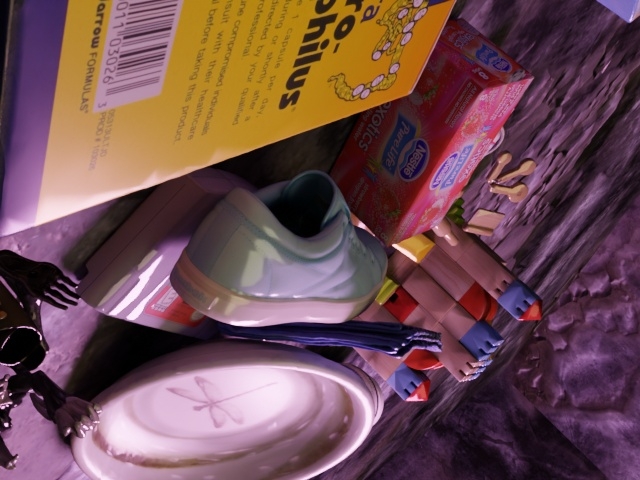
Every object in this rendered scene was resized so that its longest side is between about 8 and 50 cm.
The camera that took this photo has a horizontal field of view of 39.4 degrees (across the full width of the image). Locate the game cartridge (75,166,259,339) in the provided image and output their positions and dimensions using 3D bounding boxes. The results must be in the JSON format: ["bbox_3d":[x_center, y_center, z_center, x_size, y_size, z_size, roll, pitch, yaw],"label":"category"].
[{"bbox_3d":[-0.131,0.018,1.022,0.196,0.060,0.294,-50,159,2],"label":"game cartridge"}]

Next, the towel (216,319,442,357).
[{"bbox_3d":[0.027,0.129,1.195,0.336,0.243,0.040,27,67,-73],"label":"towel"}]

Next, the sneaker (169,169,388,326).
[{"bbox_3d":[0.000,0.000,0.979,0.150,0.135,0.366,-56,160,20],"label":"sneaker"}]

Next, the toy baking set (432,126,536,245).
[{"bbox_3d":[0.232,-0.098,1.417,0.197,0.030,0.256,-42,131,11],"label":"toy baking set"}]

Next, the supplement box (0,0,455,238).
[{"bbox_3d":[-0.082,-0.180,0.542,0.357,0.194,0.195,-25,151,-41],"label":"supplement box"}]

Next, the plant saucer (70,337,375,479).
[{"bbox_3d":[-0.130,0.228,1.208,0.401,0.100,0.400,-7,143,-5],"label":"plant saucer"}]

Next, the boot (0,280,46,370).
[{"bbox_3d":[-0.273,0.017,0.636,0.077,0.137,0.198,-44,158,-3],"label":"boot"}]

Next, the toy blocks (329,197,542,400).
[{"bbox_3d":[0.213,0.135,1.578,0.381,0.261,0.191,-50,159,13],"label":"toy blocks"}]

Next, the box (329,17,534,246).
[{"bbox_3d":[0.128,-0.133,1.111,0.123,0.128,0.257,-22,150,-46],"label":"box"}]

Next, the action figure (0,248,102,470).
[{"bbox_3d":[-0.302,0.149,0.828,0.164,0.141,0.275,-27,149,-43],"label":"action figure"}]

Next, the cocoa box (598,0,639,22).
[{"bbox_3d":[0.264,-0.400,0.701,0.228,0.231,0.347,-39,155,-14],"label":"cocoa box"}]

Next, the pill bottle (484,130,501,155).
[{"bbox_3d":[0.198,-0.145,1.271,0.160,0.087,0.087,-51,158,15],"label":"pill bottle"}]

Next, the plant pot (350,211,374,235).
[{"bbox_3d":[-0.011,0.028,1.288,0.236,0.032,0.236,-37,159,-17],"label":"plant pot"}]

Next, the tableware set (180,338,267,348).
[{"bbox_3d":[-0.148,0.186,1.275,0.169,0.020,0.141,-2,138,-27],"label":"tableware set"}]

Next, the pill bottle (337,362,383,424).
[{"bbox_3d":[0.024,0.309,1.704,0.153,0.153,0.265,-48,159,8],"label":"pill bottle"}]
